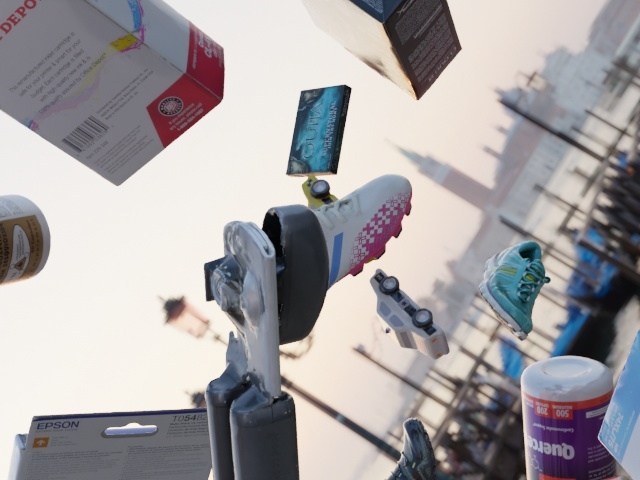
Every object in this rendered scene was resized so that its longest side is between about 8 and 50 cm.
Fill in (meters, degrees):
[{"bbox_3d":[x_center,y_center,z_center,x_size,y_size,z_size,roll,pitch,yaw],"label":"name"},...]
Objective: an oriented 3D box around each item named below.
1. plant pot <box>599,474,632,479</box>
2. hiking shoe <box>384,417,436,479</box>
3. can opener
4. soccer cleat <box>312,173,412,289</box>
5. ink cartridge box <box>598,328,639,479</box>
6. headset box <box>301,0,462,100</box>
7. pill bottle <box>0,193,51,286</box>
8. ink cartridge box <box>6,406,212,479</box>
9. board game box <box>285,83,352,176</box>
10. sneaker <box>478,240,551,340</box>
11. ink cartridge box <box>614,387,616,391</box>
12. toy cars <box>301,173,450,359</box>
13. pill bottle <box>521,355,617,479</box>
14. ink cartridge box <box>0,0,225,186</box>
[{"bbox_3d":[0.441,0.526,1.835,0.243,0.275,0.275,-33,1,20],"label":"plant pot"},{"bbox_3d":[0.134,0.406,1.829,0.086,0.114,0.227,58,-150,-83],"label":"hiking shoe"},{"bbox_3d":[-0.026,0.117,0.774,0.095,0.076,0.284,-12,-70,-27],"label":"can opener"},{"bbox_3d":[0.000,0.000,1.668,0.331,0.143,0.116,-47,29,-8],"label":"soccer cleat"},{"bbox_3d":[0.543,0.263,1.466,0.270,0.198,0.197,-125,39,-52],"label":"ink cartridge box"},{"bbox_3d":[0.071,-0.335,1.568,0.110,0.218,0.293,-49,-22,-2],"label":"headset box"},{"bbox_3d":[-0.500,0.010,1.560,0.229,0.131,0.131,-16,-41,-60],"label":"pill bottle"},{"bbox_3d":[-0.228,0.254,1.219,0.223,0.045,0.224,2,-55,-28],"label":"ink cartridge box"},{"bbox_3d":[-0.004,-0.221,2.264,0.026,0.126,0.186,22,-107,-45],"label":"board game box"},{"bbox_3d":[0.351,0.077,1.983,0.110,0.107,0.275,-35,17,22],"label":"sneaker"},{"bbox_3d":[0.607,0.251,1.792,0.087,0.208,0.153,-31,-23,-47],"label":"ink cartridge box"},{"bbox_3d":[0.078,0.060,1.958,0.087,0.394,0.176,-37,5,-10],"label":"toy cars"},{"bbox_3d":[0.502,0.408,2.242,0.181,0.181,0.323,-39,-55,-67],"label":"pill bottle"},{"bbox_3d":[-0.308,-0.241,1.456,0.226,0.306,0.131,-33,38,29],"label":"ink cartridge box"}]
